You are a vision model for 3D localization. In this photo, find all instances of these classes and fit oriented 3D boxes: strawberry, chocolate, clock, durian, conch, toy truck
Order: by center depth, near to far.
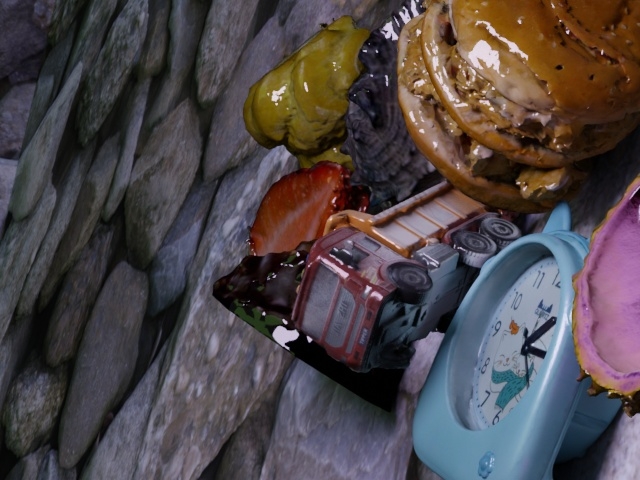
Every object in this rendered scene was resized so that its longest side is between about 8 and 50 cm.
[{"bbox_3d":[0.287,0.047,1.508,0.191,0.112,0.341,-49,22,15],"label":"durian"},{"bbox_3d":[0.193,0.103,1.707,0.274,0.094,0.223,-64,22,3],"label":"clock"},{"bbox_3d":[0.086,0.023,1.833,0.135,0.270,0.114,32,124,25],"label":"toy truck"},{"bbox_3d":[0.124,-0.159,2.041,0.240,0.186,0.313,-78,2,-46],"label":"conch"},{"bbox_3d":[0.019,0.041,2.042,0.177,0.206,0.224,-57,17,-1],"label":"chocolate"},{"bbox_3d":[-0.004,-0.014,2.213,0.174,0.098,0.228,56,136,45],"label":"strawberry"}]

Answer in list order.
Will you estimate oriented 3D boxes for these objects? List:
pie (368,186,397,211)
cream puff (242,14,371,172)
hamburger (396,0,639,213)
[{"bbox_3d":[0.071,-0.072,2.181,0.020,0.084,0.084,-11,52,23],"label":"pie"},{"bbox_3d":[0.011,-0.148,2.253,0.221,0.195,0.194,-103,36,-87],"label":"cream puff"},{"bbox_3d":[0.201,-0.172,1.783,0.245,0.260,0.211,55,146,14],"label":"hamburger"}]
